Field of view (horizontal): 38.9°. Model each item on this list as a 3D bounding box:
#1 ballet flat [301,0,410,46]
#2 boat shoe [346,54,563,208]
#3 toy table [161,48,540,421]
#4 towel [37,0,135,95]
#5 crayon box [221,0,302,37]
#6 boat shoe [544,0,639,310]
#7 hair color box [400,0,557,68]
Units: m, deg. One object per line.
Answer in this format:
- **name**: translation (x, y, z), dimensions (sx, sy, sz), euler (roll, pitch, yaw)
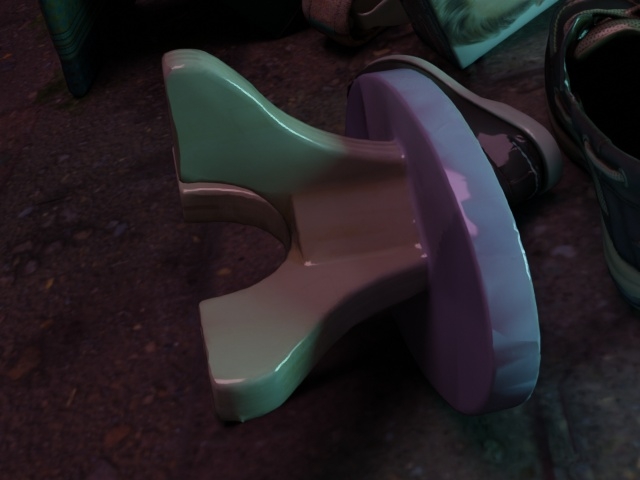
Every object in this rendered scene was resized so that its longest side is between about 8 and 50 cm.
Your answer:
- **ballet flat**: translation (0.132, -0.301, 0.968), dimensions (0.316, 0.107, 0.106), euler (-34, 46, -1)
- **boat shoe**: translation (0.086, -0.087, 0.725), dimensions (0.068, 0.081, 0.228), euler (-33, 40, -20)
- **toy table**: translation (0.000, 0.000, 0.547), dimensions (0.161, 0.252, 0.274), euler (-9, 23, -9)
- **towel**: translation (-0.308, -0.398, 1.082), dimensions (0.040, 0.370, 0.271), euler (-1, 39, 8)
- **crayon box**: translation (-0.136, -0.449, 1.112), dimensions (0.106, 0.313, 0.363), euler (-48, 21, 35)
- **boat shoe**: translation (0.230, -0.106, 0.632), dimensions (0.132, 0.130, 0.355), euler (-15, 37, 10)
- **hair color box**: translation (0.218, -0.338, 0.846), dimensions (0.347, 0.174, 0.105), euler (-36, 38, 2)
